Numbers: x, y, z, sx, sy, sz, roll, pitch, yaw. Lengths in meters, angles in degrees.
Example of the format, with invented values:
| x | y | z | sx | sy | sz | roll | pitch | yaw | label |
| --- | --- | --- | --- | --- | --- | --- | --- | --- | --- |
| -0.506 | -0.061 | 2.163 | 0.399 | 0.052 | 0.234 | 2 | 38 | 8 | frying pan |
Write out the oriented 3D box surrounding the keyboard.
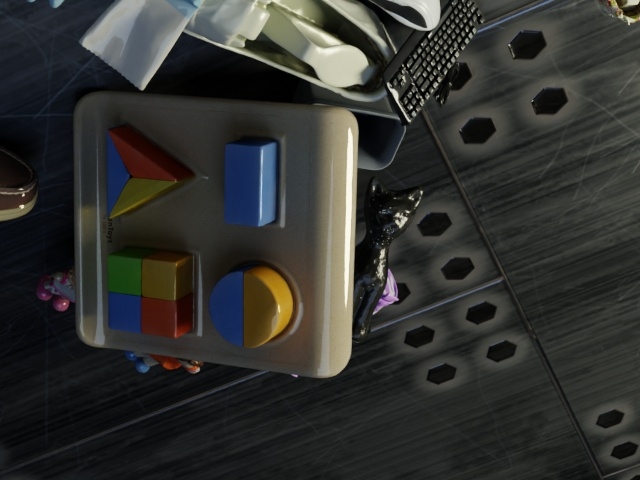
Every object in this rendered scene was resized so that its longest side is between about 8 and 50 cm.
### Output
| x | y | z | sx | sy | sz | roll | pitch | yaw | label |
| --- | --- | --- | --- | --- | --- | --- | --- | --- | --- |
| 0.139 | -0.212 | 1.565 | 0.023 | 0.180 | 0.108 | 16 | 149 | 39 | keyboard |

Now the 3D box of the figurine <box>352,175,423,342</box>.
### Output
| x | y | z | sx | sy | sz | roll | pitch | yaw | label |
| --- | --- | --- | --- | --- | --- | --- | --- | --- | --- |
| 0.000 | 0.000 | 1.661 | 0.214 | 0.092 | 0.209 | 15 | 113 | -21 | figurine |

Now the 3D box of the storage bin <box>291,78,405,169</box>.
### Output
| x | y | z | sx | sy | sz | roll | pitch | yaw | label |
| --- | --- | --- | --- | --- | --- | --- | --- | --- | --- |
| 0.024 | -0.149 | 1.641 | 0.135 | 0.091 | 0.098 | 9 | 131 | -17 | storage bin |

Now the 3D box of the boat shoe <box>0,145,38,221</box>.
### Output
| x | y | z | sx | sy | sz | roll | pitch | yaw | label |
| --- | --- | --- | --- | --- | --- | --- | --- | --- | --- |
| -0.482 | -0.124 | 1.559 | 0.342 | 0.123 | 0.123 | 21 | 128 | -19 | boat shoe |

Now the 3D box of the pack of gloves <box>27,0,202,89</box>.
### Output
| x | y | z | sx | sy | sz | roll | pitch | yaw | label |
| --- | --- | --- | --- | --- | --- | --- | --- | --- | --- |
| -0.189 | -0.288 | 1.323 | 0.195 | 0.046 | 0.232 | 38 | 109 | -10 | pack of gloves |

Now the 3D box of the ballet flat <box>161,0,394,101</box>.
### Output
| x | y | z | sx | sy | sz | roll | pitch | yaw | label |
| --- | --- | --- | --- | --- | --- | --- | --- | --- | --- |
| -0.059 | -0.247 | 1.450 | 0.400 | 0.139 | 0.139 | 18 | 129 | -41 | ballet flat |

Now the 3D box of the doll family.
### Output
| x | y | z | sx | sy | sz | roll | pitch | yaw | label |
| --- | --- | --- | --- | --- | --- | --- | --- | --- | --- |
| -0.237 | 0.075 | 1.782 | 0.163 | 0.118 | 0.263 | -7 | 142 | 46 | doll family |

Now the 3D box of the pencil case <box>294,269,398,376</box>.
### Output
| x | y | z | sx | sy | sz | roll | pitch | yaw | label |
| --- | --- | --- | --- | --- | --- | --- | --- | --- | --- |
| 0.015 | 0.103 | 1.884 | 0.086 | 0.088 | 0.206 | 29 | 122 | -35 | pencil case |

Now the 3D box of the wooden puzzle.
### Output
| x | y | z | sx | sy | sz | roll | pitch | yaw | label |
| --- | --- | --- | --- | --- | --- | --- | --- | --- | --- |
| -0.136 | -0.006 | 1.582 | 0.347 | 0.080 | 0.322 | 5 | 102 | 16 | wooden puzzle |

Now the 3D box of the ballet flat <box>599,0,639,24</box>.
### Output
| x | y | z | sx | sy | sz | roll | pitch | yaw | label |
| --- | --- | --- | --- | --- | --- | --- | --- | --- | --- |
| 0.363 | -0.350 | 1.519 | 0.091 | 0.077 | 0.241 | -8 | 134 | -2 | ballet flat |

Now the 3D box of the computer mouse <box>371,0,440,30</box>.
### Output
| x | y | z | sx | sy | sz | roll | pitch | yaw | label |
| --- | --- | --- | --- | --- | --- | --- | --- | --- | --- |
| 0.065 | -0.300 | 1.486 | 0.193 | 0.106 | 0.042 | 24 | 146 | -24 | computer mouse |
